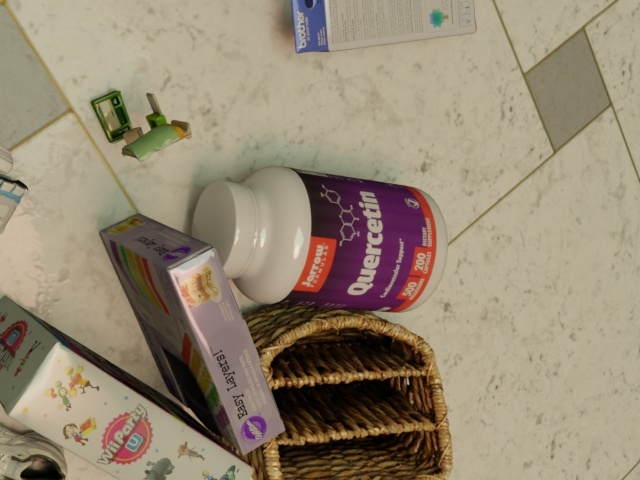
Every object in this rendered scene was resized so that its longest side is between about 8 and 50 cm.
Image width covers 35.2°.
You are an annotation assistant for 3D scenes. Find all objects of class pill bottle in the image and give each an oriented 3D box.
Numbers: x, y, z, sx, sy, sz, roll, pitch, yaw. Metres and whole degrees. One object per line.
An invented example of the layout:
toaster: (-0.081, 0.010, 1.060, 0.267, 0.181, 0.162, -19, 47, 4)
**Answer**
pill bottle: (0.000, 0.000, 1.348, 0.323, 0.181, 0.182, 6, 96, -33)

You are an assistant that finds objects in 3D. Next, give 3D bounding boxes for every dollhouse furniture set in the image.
dollhouse furniture set: (-0.219, -0.143, 1.201, 0.076, 0.151, 0.059, -29, 115, -23)

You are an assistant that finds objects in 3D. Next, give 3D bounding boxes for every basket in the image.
basket: (0.028, 0.209, 1.372, 0.299, 0.223, 0.214, 3, 105, -32)

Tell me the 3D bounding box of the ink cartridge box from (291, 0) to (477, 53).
ink cartridge box: (0.078, -0.364, 1.398, 0.311, 0.065, 0.186, -14, 107, -31)

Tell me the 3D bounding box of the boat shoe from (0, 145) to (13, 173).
boat shoe: (-0.415, -0.148, 1.136, 0.184, 0.066, 0.063, 39, 79, -21)

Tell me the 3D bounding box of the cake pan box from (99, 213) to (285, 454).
cake pan box: (-0.159, 0.110, 1.234, 0.070, 0.245, 0.267, -28, 114, -21)

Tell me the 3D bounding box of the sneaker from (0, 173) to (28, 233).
sneaker: (-0.432, -0.053, 1.137, 0.190, 0.071, 0.083, 20, 94, -33)

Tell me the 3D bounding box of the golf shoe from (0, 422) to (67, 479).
golf shoe: (-0.386, 0.257, 1.215, 0.176, 0.086, 0.069, 17, 92, -32)

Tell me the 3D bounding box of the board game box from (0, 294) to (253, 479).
board game box: (-0.254, 0.205, 1.204, 0.303, 0.224, 0.097, 39, 79, -32)
